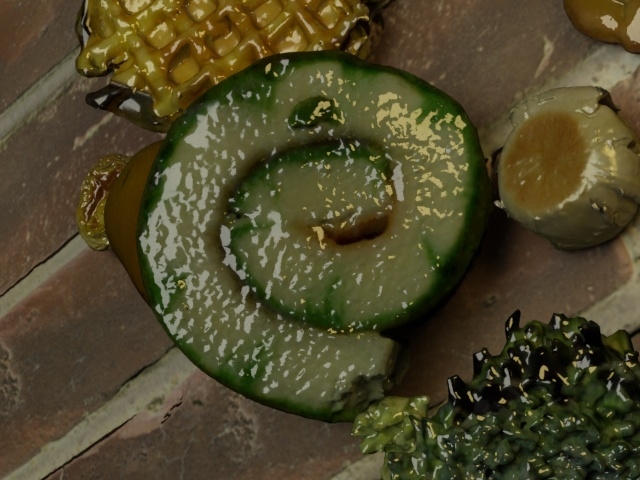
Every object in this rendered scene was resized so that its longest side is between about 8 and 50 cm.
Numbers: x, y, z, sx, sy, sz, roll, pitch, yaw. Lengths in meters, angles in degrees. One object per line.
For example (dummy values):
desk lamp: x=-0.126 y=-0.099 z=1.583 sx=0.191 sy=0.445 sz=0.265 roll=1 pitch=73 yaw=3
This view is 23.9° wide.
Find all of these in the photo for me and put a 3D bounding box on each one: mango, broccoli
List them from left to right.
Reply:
mango: x=-0.144 y=-0.010 z=1.751 sx=0.317 sy=0.173 sz=0.211 roll=29 pitch=108 yaw=46
broccoli: x=0.214 y=0.230 z=1.361 sx=0.293 sy=0.347 sz=0.281 roll=-28 pitch=15 yaw=-12

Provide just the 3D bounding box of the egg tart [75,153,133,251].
egg tart: x=-0.263 y=-0.049 z=1.940 sx=0.130 sy=0.052 sz=0.130 roll=-11 pitch=72 yaw=37

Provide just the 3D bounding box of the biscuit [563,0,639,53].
biscuit: x=0.334 y=-0.313 z=1.525 sx=0.203 sy=0.041 sz=0.260 roll=-2 pitch=78 yaw=40

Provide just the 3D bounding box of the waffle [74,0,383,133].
waffle: x=-0.102 y=-0.296 z=1.782 sx=0.382 sy=0.095 sz=0.379 roll=12 pitch=82 yaw=17

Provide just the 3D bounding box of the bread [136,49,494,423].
bread: x=0.000 y=0.000 z=1.546 sx=0.366 sy=0.129 sz=0.382 roll=-15 pitch=82 yaw=1

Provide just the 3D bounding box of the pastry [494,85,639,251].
pastry: x=0.247 y=-0.070 z=1.496 sx=0.166 sy=0.088 sz=0.165 roll=-12 pitch=69 yaw=36

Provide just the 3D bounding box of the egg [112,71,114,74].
egg: x=-0.221 y=-0.260 z=1.915 sx=0.132 sy=0.132 sz=0.172 roll=-39 pitch=65 yaw=25
